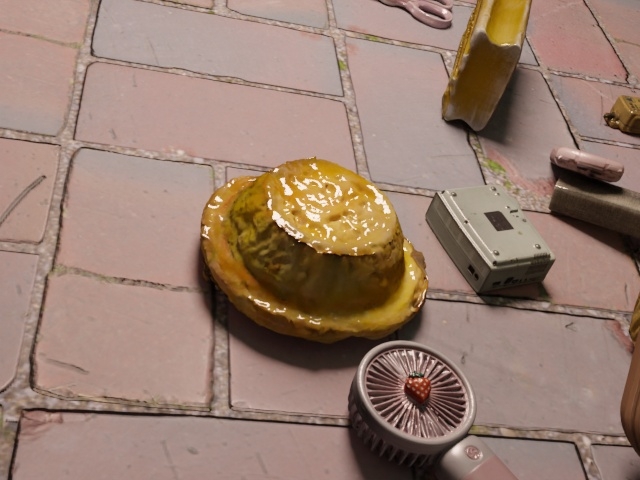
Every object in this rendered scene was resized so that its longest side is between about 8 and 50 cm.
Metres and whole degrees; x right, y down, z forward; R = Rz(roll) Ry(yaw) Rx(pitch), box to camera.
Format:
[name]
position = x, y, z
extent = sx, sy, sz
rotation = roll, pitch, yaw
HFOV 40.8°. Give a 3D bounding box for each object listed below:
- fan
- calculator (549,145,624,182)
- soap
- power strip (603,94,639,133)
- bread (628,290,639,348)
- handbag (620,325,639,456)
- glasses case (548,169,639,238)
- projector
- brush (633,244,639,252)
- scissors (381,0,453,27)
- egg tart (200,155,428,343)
[fan]
position = 0.129, 0.205, 0.869
extent = 0.130, 0.074, 0.244
rotation = -22, 57, -38
[calculator]
position = 0.396, -0.116, 1.291
extent = 0.100, 0.032, 0.175
rotation = 18, 10, 9
[soap]
position = 0.276, -0.321, 1.412
extent = 0.089, 0.173, 0.274
rotation = 22, 42, 1
[power strip]
position = 0.634, -0.211, 1.525
extent = 0.305, 0.044, 0.064
rotation = 4, 45, -16
[bread]
position = 0.517, 0.099, 1.080
extent = 0.227, 0.142, 0.253
rotation = 35, 41, 6
[handbag]
position = 0.462, 0.202, 0.884
extent = 0.301, 0.283, 0.149
rotation = 22, -1, -1
[glasses case]
position = 0.439, -0.045, 1.239
extent = 0.205, 0.047, 0.071
rotation = 20, 35, 21
[projector]
position = 0.226, -0.008, 1.144
extent = 0.115, 0.061, 0.147
rotation = -6, 48, -28
[brush]
position = 0.524, -0.015, 1.283
extent = 0.178, 0.033, 0.030
rotation = -26, 65, -39
[scissors]
position = 0.135, -0.463, 1.617
extent = 0.242, 0.030, 0.118
rotation = 17, 41, -8
[egg tart]
position = 0.000, 0.000, 1.017
extent = 0.288, 0.118, 0.288
rotation = 14, 41, -12
